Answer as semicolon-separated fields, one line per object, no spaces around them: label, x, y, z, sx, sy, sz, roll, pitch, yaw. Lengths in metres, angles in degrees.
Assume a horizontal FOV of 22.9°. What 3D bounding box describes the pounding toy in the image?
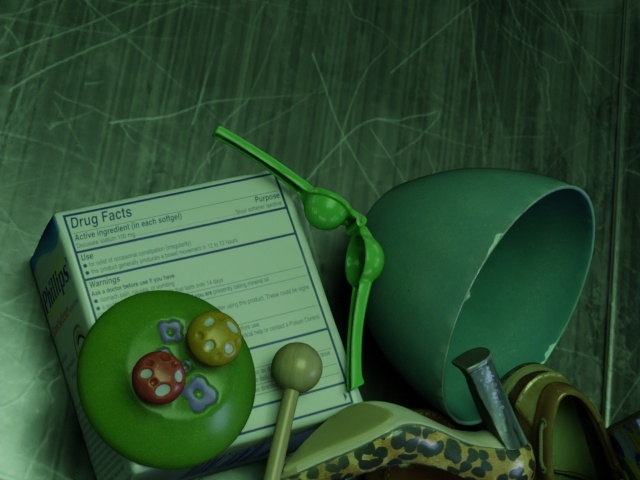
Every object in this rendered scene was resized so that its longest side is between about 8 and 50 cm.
pounding toy;-0.112;0.133;1.538;0.237;0.110;0.183;23;64;-12

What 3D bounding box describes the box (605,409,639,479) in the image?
box;0.458;0.300;1.750;0.177;0.279;0.290;-27;80;-9

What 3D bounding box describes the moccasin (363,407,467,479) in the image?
moccasin;0.110;0.361;1.683;0.139;0.147;0.380;14;65;-14

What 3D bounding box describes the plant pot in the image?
plant pot;0.148;0.034;1.783;0.195;0.290;0.290;28;56;30

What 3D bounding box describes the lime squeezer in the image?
lime squeezer;0.000;0.000;1.680;0.110;0.059;0.310;-27;86;-13

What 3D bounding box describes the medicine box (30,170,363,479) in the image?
medicine box;-0.136;0.097;1.690;0.263;0.149;0.289;-13;74;-25

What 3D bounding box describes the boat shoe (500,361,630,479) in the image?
boat shoe;0.288;0.292;1.751;0.122;0.120;0.324;-30;105;-19

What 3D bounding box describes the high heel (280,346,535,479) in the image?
high heel;0.096;0.246;1.632;0.261;0.093;0.186;-26;112;-8
